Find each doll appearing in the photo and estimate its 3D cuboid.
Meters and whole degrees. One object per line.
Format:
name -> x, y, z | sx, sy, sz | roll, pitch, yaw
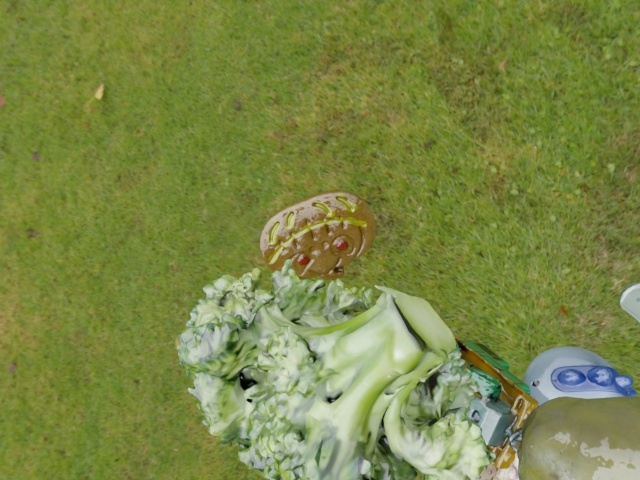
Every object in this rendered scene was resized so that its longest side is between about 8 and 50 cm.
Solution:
doll -> 0.439, 0.583, 1.316 | 0.119, 0.278, 0.154 | -167, 76, -66

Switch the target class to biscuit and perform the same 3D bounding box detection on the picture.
biscuit -> 0.003, 0.005, 1.714 | 0.394, 0.350, 0.070 | -27, 34, 0

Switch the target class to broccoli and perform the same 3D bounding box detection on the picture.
broccoli -> 0.026, 0.182, 0.626 | 0.317, 0.277, 0.338 | -11, 97, 34

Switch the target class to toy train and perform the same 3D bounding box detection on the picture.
toy train -> 0.365, 0.351, 1.209 | 0.429, 0.249, 0.178 | 41, 115, 59

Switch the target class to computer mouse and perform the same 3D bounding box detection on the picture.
computer mouse -> 0.528, 0.106, 0.838 | 0.110, 0.032, 0.056 | 41, 107, -16

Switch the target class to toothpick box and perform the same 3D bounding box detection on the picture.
toothpick box -> 0.662, 0.419, 1.320 | 0.263, 0.355, 0.263 | -15, 45, 16

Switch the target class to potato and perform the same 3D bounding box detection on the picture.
potato -> 0.434, 0.335, 0.686 | 0.326, 0.221, 0.243 | -14, 72, 36
